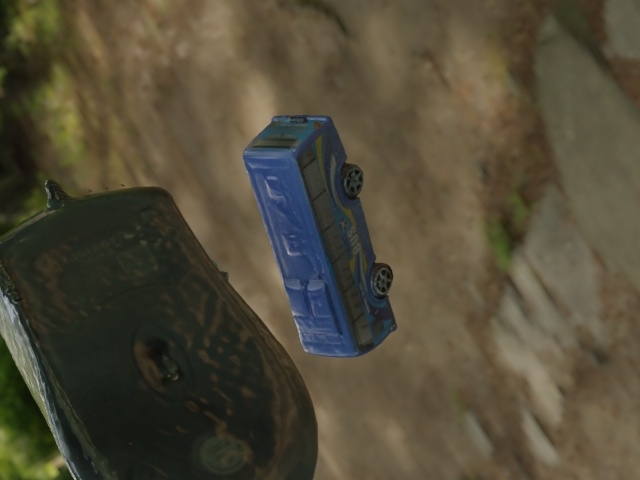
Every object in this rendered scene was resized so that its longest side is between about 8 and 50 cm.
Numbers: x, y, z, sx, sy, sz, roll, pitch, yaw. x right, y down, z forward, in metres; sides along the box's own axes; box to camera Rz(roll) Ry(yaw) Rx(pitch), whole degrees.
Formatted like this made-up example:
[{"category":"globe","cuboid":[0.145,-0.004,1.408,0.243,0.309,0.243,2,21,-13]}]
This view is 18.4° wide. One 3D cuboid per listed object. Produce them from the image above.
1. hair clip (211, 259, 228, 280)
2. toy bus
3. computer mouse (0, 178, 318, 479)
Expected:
[{"category":"hair clip","cuboid":[-0.175,0.025,2.081,0.173,0.049,0.049,11,146,14]},{"category":"toy bus","cuboid":[0.000,0.000,1.179,0.051,0.061,0.153,4,121,37]},{"category":"computer mouse","cuboid":[-0.137,0.102,1.539,0.371,0.188,0.122,58,158,29]}]
